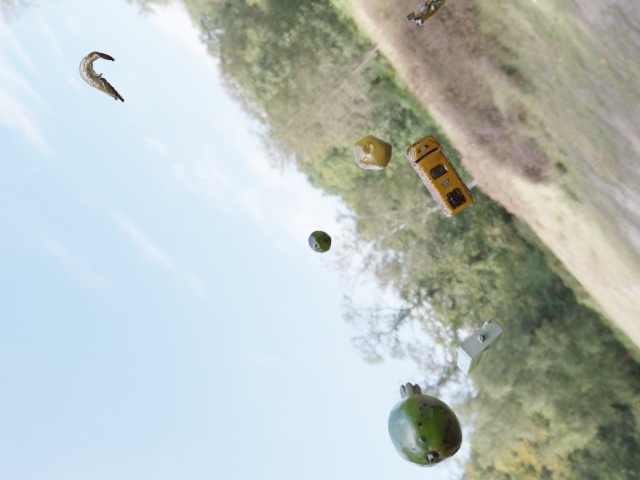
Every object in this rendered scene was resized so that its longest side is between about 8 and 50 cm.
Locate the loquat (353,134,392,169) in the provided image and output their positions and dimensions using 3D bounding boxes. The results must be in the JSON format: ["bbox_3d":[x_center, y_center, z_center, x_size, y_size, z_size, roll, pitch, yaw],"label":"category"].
[{"bbox_3d":[0.173,-0.287,2.079,0.137,0.137,0.113,-20,-72,-77],"label":"loquat"}]

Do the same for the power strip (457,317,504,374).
[{"bbox_3d":[0.378,0.258,1.523,0.043,0.106,0.367,46,177,20],"label":"power strip"}]

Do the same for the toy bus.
[{"bbox_3d":[0.280,-0.154,1.493,0.194,0.083,0.088,56,-170,-1],"label":"toy bus"}]

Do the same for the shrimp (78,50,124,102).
[{"bbox_3d":[-0.485,-0.370,1.450,0.127,0.091,0.025,46,-160,-28],"label":"shrimp"}]

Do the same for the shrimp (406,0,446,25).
[{"bbox_3d":[0.315,-0.686,1.794,0.051,0.187,0.132,41,-174,17],"label":"shrimp"}]

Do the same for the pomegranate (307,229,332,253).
[{"bbox_3d":[-0.004,0.000,1.881,0.073,0.073,0.084,42,-171,-28],"label":"pomegranate"}]

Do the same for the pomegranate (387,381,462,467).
[{"bbox_3d":[0.269,0.482,1.695,0.202,0.202,0.248,42,-159,-28],"label":"pomegranate"}]
